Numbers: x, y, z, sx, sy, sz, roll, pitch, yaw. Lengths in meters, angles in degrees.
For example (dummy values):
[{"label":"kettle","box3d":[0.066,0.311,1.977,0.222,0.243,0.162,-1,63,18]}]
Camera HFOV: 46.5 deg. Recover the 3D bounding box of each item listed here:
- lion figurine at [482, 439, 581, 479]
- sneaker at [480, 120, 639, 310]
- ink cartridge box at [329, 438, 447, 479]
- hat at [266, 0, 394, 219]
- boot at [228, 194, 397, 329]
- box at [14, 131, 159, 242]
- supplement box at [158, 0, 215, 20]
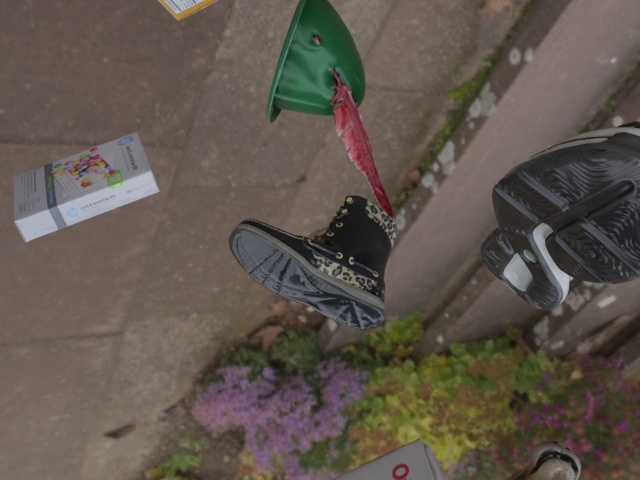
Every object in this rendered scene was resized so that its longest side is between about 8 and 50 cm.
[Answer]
[{"label":"lion figurine","box3d":[0.264,0.309,0.504,0.142,0.392,0.240,-45,165,-8]},{"label":"sneaker","box3d":[0.336,-0.080,0.864,0.257,0.169,0.447,-46,170,-9]},{"label":"ink cartridge box","box3d":[0.019,0.474,0.941,0.394,0.285,0.166,-27,119,6]},{"label":"hat","box3d":[0.048,-0.181,0.875,0.183,0.173,0.209,21,125,1]},{"label":"boot","box3d":[0.000,0.001,1.039,0.236,0.179,0.085,30,138,-12]},{"label":"box","box3d":[-0.325,-0.078,1.027,0.186,0.145,0.038,-21,125,-9]},{"label":"supplement box","box3d":[-0.219,-0.384,0.966,0.080,0.078,0.233,-22,162,9]}]
